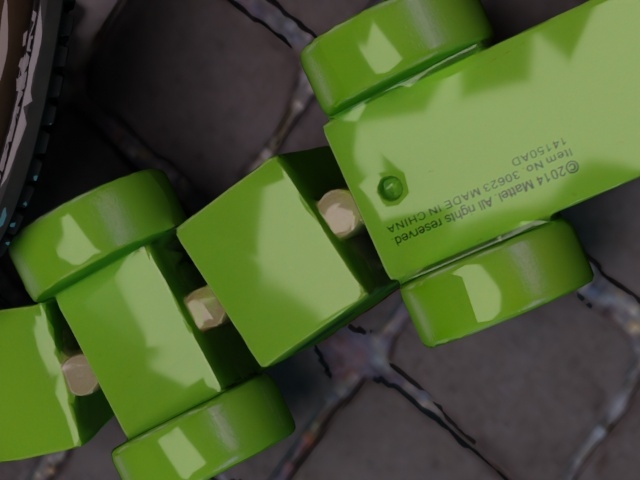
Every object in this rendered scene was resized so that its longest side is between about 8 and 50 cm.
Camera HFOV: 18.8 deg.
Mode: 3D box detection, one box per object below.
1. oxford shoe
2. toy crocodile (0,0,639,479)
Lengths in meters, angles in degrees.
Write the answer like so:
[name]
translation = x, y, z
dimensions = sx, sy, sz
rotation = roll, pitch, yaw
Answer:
[oxford shoe]
translation = -0.157, -0.022, 0.689
dimensions = 0.096, 0.083, 0.227
rotation = 24, 109, -21
[toy crocodile]
translation = 0.000, 0.000, 0.697
dimensions = 0.341, 0.105, 0.115
rotation = -29, 87, 22
